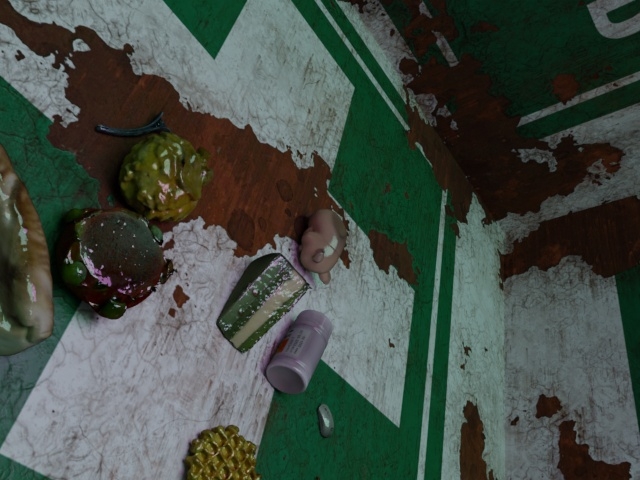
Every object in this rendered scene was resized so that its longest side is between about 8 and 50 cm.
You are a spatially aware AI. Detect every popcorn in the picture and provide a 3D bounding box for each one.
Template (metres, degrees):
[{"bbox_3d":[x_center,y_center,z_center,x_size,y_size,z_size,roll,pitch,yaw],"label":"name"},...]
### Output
[{"bbox_3d":[-0.384,-0.164,1.558,0.266,0.192,0.233,-28,105,-39],"label":"popcorn"}]

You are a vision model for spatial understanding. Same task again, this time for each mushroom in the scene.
[{"bbox_3d":[-0.642,0.011,1.122,0.397,0.224,0.314,59,20,-30],"label":"mushroom"}]

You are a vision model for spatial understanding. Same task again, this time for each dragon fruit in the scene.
[{"bbox_3d":[-0.478,0.043,1.376,0.295,0.130,0.269,-17,89,-57],"label":"dragon fruit"}]

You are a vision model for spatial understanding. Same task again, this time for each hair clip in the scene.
[{"bbox_3d":[-0.494,-0.298,1.607,0.229,0.039,0.070,-28,99,-55],"label":"hair clip"}]

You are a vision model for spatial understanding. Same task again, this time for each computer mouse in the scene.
[{"bbox_3d":[0.021,0.572,1.930,0.055,0.032,0.110,8,68,-55],"label":"computer mouse"}]

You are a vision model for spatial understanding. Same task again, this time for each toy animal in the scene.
[{"bbox_3d":[0.010,0.005,2.085,0.166,0.153,0.250,50,40,-42],"label":"toy animal"}]

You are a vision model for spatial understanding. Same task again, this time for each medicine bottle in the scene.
[{"bbox_3d":[-0.059,0.335,1.840,0.133,0.133,0.250,57,37,-20],"label":"medicine bottle"}]

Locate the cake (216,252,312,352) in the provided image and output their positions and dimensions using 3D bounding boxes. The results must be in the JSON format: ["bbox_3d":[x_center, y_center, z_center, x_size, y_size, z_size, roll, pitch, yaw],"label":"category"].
[{"bbox_3d":[-0.194,0.182,1.796,0.283,0.172,0.158,-47,110,-18],"label":"cake"}]

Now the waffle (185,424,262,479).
[{"bbox_3d":[-0.242,0.594,1.519,0.253,0.056,0.249,21,57,-52],"label":"waffle"}]

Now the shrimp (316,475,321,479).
[{"bbox_3d":[-0.011,0.765,1.799,0.083,0.023,0.115,3,75,-52],"label":"shrimp"}]
